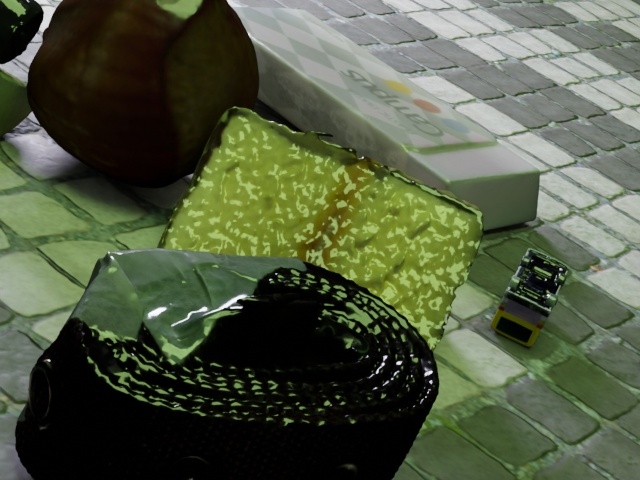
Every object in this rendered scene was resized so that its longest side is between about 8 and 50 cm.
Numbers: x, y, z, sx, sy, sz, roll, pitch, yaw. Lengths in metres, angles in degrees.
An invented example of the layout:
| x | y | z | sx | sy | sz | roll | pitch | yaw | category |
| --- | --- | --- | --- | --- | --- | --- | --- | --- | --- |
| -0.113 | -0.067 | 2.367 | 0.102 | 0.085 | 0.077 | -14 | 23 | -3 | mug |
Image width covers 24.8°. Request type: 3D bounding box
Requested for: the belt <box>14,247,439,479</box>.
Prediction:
| x | y | z | sx | sy | sz | roll | pitch | yaw | category |
| --- | --- | --- | --- | --- | --- | --- | --- | --- | --- |
| -0.057 | 0.093 | 0.994 | 0.289 | 0.164 | 0.184 | 3 | 39 | -35 | belt |

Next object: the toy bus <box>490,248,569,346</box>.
| x | y | z | sx | sy | sz | roll | pitch | yaw | category |
| --- | --- | --- | --- | --- | --- | --- | --- | --- | --- |
| 0.204 | 0.055 | 1.408 | 0.052 | 0.058 | 0.102 | 27 | 30 | 8 | toy bus |

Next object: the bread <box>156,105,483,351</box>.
| x | y | z | sx | sy | sz | roll | pitch | yaw | category |
| --- | --- | --- | --- | --- | --- | --- | --- | --- | --- |
| 0.000 | 0.000 | 1.307 | 0.266 | 0.178 | 0.142 | 25 | -7 | 0 | bread |

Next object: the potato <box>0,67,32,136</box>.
| x | y | z | sx | sy | sz | roll | pitch | yaw | category |
| --- | --- | --- | --- | --- | --- | --- | --- | --- | --- |
| -0.351 | -0.148 | 1.361 | 0.149 | 0.081 | 0.120 | 33 | -1 | 13 | potato |

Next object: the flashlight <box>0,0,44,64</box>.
| x | y | z | sx | sy | sz | roll | pitch | yaw | category |
| --- | --- | --- | --- | --- | --- | --- | --- | --- | --- |
| -0.357 | -0.256 | 1.325 | 0.232 | 0.093 | 0.093 | 41 | 26 | 2 | flashlight |

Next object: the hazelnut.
| x | y | z | sx | sy | sz | roll | pitch | yaw | category |
| --- | --- | --- | --- | --- | --- | --- | --- | --- | --- |
| -0.167 | -0.159 | 1.381 | 0.229 | 0.229 | 0.229 | 18 | 25 | -9 | hazelnut |

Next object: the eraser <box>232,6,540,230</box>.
| x | y | z | sx | sy | sz | roll | pitch | yaw | category |
| --- | --- | --- | --- | --- | --- | --- | --- | --- | --- |
| 0.056 | -0.144 | 1.658 | 0.397 | 0.082 | 0.213 | 38 | 30 | 31 | eraser |
